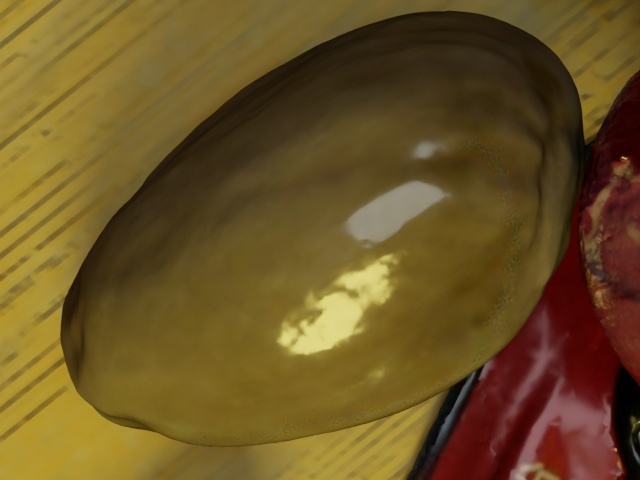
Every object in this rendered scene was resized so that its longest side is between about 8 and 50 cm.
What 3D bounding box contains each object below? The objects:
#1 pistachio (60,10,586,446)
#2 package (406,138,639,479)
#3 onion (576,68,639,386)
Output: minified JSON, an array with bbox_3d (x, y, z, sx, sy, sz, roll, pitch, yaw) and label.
[{"bbox_3d":[0.000,0.000,0.521,0.185,0.108,0.126,-34,65,5],"label":"pistachio"},{"bbox_3d":[0.165,0.103,0.541,0.269,0.071,0.194,26,76,18],"label":"package"},{"bbox_3d":[0.139,-0.006,0.489,0.131,0.131,0.131,0,88,-1],"label":"onion"}]
